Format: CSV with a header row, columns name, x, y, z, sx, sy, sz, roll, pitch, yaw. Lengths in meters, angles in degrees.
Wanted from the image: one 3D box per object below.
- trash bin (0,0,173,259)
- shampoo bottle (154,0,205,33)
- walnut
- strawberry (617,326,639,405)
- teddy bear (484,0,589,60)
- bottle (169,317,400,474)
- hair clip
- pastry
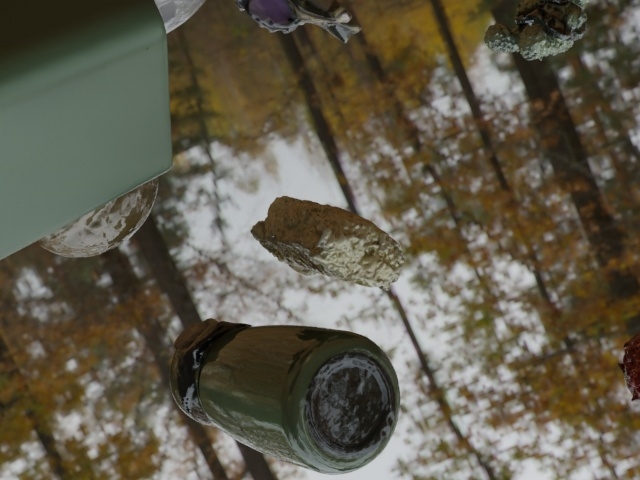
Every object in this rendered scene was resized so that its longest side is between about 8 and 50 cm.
name,x,y,z,sx,sy,sz,roll,pitch,yaw
trash bin,-0.296,-0.085,0.892,0.343,0.158,0.223,-29,153,-22
shampoo bottle,-0.215,-0.360,1.181,0.273,0.266,0.273,18,-159,-7
walnut,-0.267,-0.055,1.353,0.162,0.140,0.140,-38,-173,22
strawberry,0.651,0.210,2.004,0.244,0.205,0.205,-39,-172,17
teddy bear,0.356,-0.337,1.733,0.213,0.111,0.133,-49,-142,-3
bottle,-0.065,0.181,1.458,0.168,0.168,0.347,-32,-161,-31
hair clip,-0.079,-0.321,1.331,0.106,0.292,0.084,-48,177,-10
pastry,0.005,0.004,1.433,0.089,0.121,0.258,-53,-159,-8
